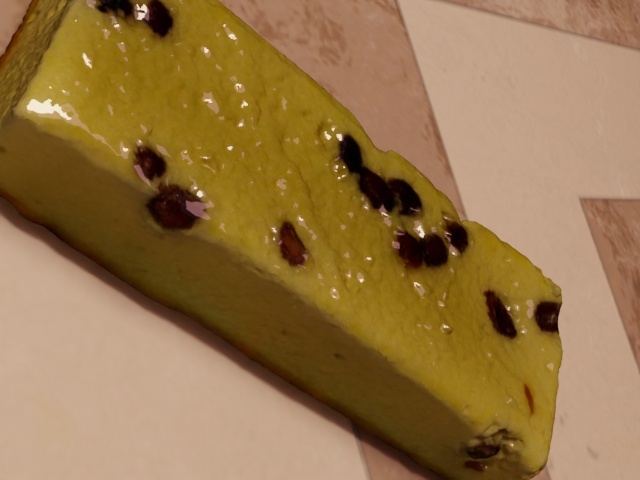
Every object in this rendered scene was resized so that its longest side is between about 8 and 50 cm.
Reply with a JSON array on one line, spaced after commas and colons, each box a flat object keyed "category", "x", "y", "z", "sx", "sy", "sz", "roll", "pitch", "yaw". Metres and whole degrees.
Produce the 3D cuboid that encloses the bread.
[{"category": "bread", "x": -0.001, "y": 0.000, "z": 0.527, "sx": 0.361, "sy": 0.077, "sz": 0.138, "roll": 36, "pitch": 49, "yaw": -27}]
